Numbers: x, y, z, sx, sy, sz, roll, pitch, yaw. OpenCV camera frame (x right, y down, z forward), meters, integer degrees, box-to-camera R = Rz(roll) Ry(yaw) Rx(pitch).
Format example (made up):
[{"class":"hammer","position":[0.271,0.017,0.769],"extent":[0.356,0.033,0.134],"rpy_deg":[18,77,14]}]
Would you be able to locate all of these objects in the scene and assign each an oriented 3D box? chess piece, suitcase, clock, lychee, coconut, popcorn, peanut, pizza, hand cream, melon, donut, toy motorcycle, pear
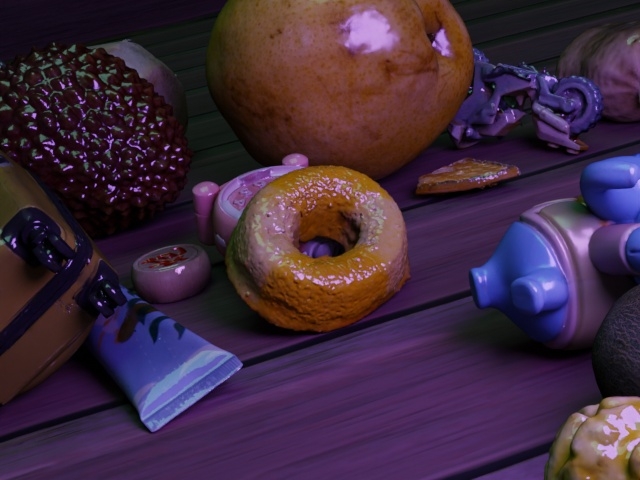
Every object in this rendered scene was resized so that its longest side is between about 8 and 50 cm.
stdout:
[{"class":"chess piece","position":[-0.154,0.033,1.053],"extent":[0.083,0.038,0.084],"rpy_deg":[-10,22,4]},{"class":"suitcase","position":[-0.289,0.043,0.891],"extent":[0.194,0.143,0.235],"rpy_deg":[-45,40,-4]},{"class":"clock","position":[-0.037,-0.012,1.054],"extent":[0.166,0.093,0.162],"rpy_deg":[-19,31,-25]},{"class":"lychee","position":[-0.282,-0.112,1.244],"extent":[0.271,0.271,0.271],"rpy_deg":[-10,21,4]},{"class":"coconut","position":[-0.326,-0.188,1.502],"extent":[0.237,0.197,0.237],"rpy_deg":[-8,25,4]},{"class":"popcorn","position":[0.169,0.138,0.513],"extent":[0.116,0.120,0.106],"rpy_deg":[5,59,52]},{"class":"peanut","position":[0.390,-0.217,1.312],"extent":[0.129,0.129,0.224],"rpy_deg":[-16,12,-13]},{"class":"pizza","position":[0.173,-0.076,1.188],"extent":[0.123,0.026,0.108],"rpy_deg":[-9,18,14]},{"class":"hand cream","position":[-0.168,0.085,0.907],"extent":[0.091,0.058,0.271],"rpy_deg":[-33,31,-21]},{"class":"melon","position":[0.236,0.081,0.621],"extent":[0.114,0.114,0.167],"rpy_deg":[-21,22,-25]},{"class":"donut","position":[0.000,0.000,0.929],"extent":[0.162,0.065,0.178],"rpy_deg":[34,51,18]},{"class":"toy motorcycle","position":[0.242,-0.161,1.276],"extent":[0.229,0.130,0.094],"rpy_deg":[24,17,36]},{"class":"pear","position":[0.019,-0.215,1.240],"extent":[0.314,0.314,0.314],"rpy_deg":[-10,21,4]}]

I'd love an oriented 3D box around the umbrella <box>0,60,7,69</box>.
[{"class":"umbrella","position":[-0.458,-0.200,1.587],"extent":[0.073,0.067,0.337],"rpy_deg":[-48,-11,-4]}]

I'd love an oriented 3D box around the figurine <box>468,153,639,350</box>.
[{"class":"figurine","position":[0.249,0.012,0.744],"extent":[0.262,0.154,0.180],"rpy_deg":[-11,-22,-3]}]
